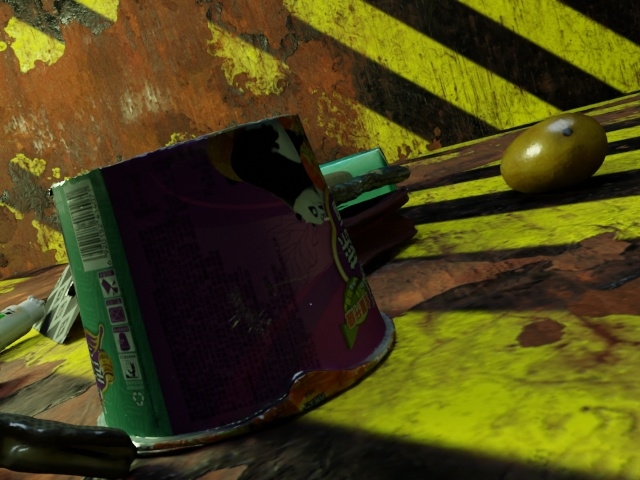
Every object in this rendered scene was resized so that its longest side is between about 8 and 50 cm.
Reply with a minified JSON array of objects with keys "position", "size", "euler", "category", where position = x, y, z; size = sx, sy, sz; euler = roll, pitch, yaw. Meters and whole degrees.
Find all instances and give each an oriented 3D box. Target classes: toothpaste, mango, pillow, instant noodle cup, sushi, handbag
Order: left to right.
[{"position":[-0.493,0.157,0.940],"size":[0.058,0.056,0.314],"euler":[-61,0,18],"category":"toothpaste"},{"position":[-0.346,0.035,1.069],"size":[0.292,0.059,0.293],"euler":[-8,54,58],"category":"sushi"},{"position":[-0.085,0.018,0.522],"size":[0.251,0.190,0.251],"euler":[-16,8,3],"category":"instant noodle cup"},{"position":[-0.014,-0.052,0.891],"size":[0.189,0.034,0.256],"euler":[-13,9,39],"category":"pillow"},{"position":[0.001,0.003,0.876],"size":[0.216,0.073,0.203],"euler":[-14,8,34],"category":"handbag"},{"position":[0.328,-0.120,0.963],"size":[0.136,0.099,0.227],"euler":[-21,0,0],"category":"mango"}]

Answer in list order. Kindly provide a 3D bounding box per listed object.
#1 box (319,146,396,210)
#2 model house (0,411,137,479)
[{"position":[0.006,-0.109,1.461],"size":[0.312,0.118,0.205],"euler":[-16,10,8],"category":"box"},{"position":[-0.271,0.121,0.429],"size":[0.279,0.204,0.218],"euler":[12,-2,-23],"category":"model house"}]
